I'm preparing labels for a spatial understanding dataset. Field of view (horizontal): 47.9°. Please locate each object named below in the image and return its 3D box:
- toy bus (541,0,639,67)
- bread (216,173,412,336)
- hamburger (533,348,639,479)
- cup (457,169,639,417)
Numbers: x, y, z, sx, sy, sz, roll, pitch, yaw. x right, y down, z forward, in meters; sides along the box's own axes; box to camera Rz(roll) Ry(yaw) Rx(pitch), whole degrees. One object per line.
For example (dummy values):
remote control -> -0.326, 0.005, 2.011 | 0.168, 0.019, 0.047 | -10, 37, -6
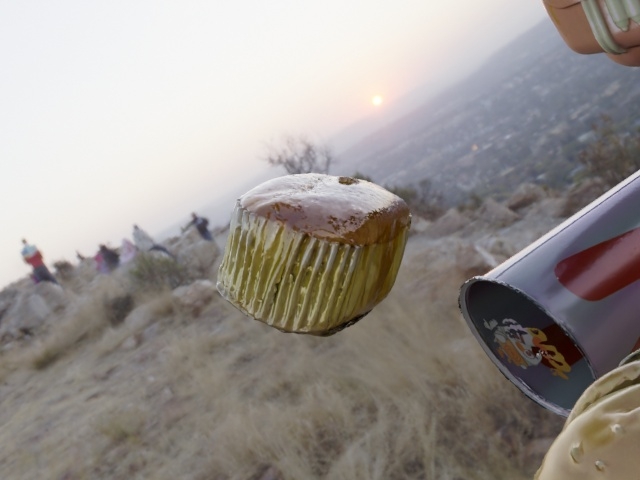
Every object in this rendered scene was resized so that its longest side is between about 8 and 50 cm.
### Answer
toy bus -> 0.378, -0.316, 0.800 | 0.194, 0.232, 0.288 | -27, 13, -35
bread -> 0.000, 0.000, 0.627 | 0.190, 0.132, 0.114 | -20, -53, -65
hamburger -> 0.292, 0.220, 0.498 | 0.319, 0.318, 0.158 | -29, -9, 36
cup -> 0.331, 0.040, 0.828 | 0.288, 0.203, 0.203 | -37, 6, -18
